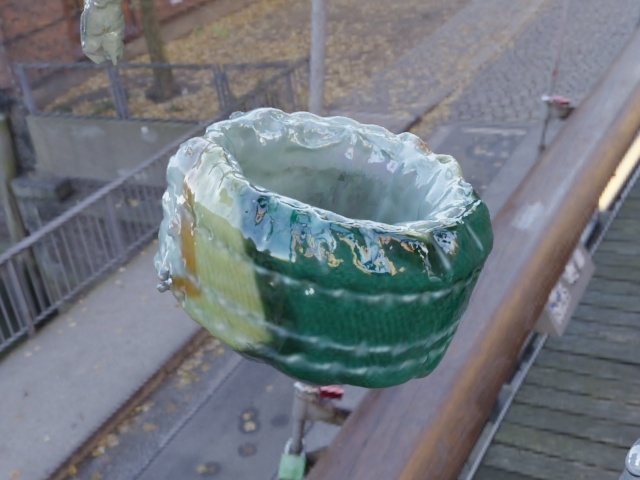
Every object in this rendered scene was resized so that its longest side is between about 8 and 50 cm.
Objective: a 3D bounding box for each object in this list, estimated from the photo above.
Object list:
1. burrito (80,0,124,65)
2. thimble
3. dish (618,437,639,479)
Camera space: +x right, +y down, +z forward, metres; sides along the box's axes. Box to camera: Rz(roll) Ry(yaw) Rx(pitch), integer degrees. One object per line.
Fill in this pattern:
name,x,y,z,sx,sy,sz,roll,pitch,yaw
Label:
burrito,-0.187,-0.232,0.728,0.045,0.185,0.041,28,41,27
thimble,0.000,0.000,0.779,0.288,0.167,0.254,11,31,-5
dish,0.518,0.309,1.196,0.316,0.106,0.316,-35,3,2
